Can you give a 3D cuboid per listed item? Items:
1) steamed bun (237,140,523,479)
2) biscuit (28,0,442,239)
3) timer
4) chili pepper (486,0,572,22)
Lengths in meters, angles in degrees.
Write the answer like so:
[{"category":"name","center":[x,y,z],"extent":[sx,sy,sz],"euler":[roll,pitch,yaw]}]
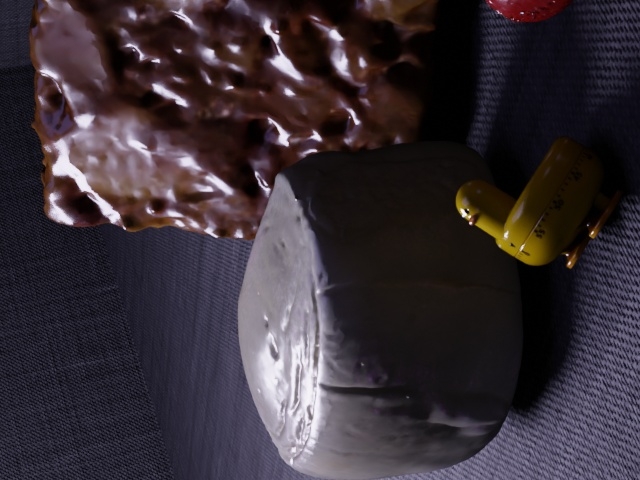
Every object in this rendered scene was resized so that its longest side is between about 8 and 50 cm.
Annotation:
[{"category":"steamed bun","center":[0.056,0.098,1.628],"extent":[0.383,0.247,0.236],"euler":[103,154,-52]},{"category":"biscuit","center":[-0.077,-0.165,1.693],"extent":[0.166,0.395,0.342],"euler":[-81,-4,-48]},{"category":"timer","center":[0.172,-0.035,1.383],"extent":[0.109,0.107,0.107],"euler":[32,154,4]},{"category":"chili pepper","center":[0.183,-0.228,1.241],"extent":[0.387,0.110,0.110],"euler":[161,99,-70]}]
